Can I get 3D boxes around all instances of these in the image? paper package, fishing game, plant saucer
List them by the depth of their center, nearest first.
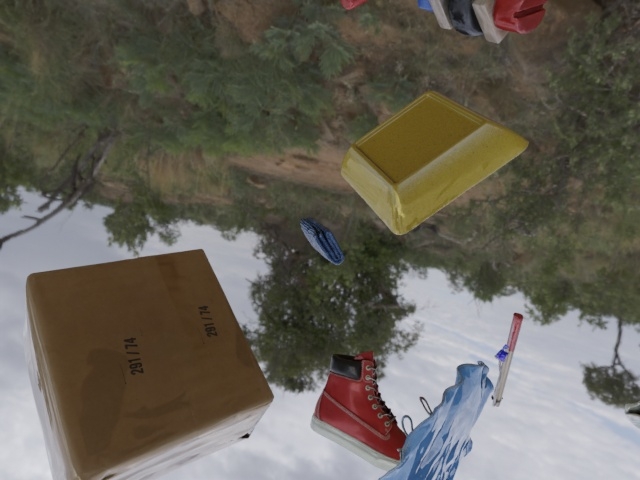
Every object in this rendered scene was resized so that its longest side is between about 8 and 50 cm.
[{"bbox_3d":[0.086,0.178,0.374,0.041,0.189,0.264,26,-131,37],"label":"fishing game"},{"bbox_3d":[-0.279,0.201,0.731,0.309,0.168,0.325,-9,-127,-41],"label":"paper package"},{"bbox_3d":[0.220,-0.209,1.022,0.081,0.332,0.333,53,-177,-39],"label":"plant saucer"}]

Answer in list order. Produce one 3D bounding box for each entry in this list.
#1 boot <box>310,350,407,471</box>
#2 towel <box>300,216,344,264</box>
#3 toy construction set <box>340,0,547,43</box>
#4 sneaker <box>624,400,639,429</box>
[{"bbox_3d":[0.112,0.307,0.834,0.244,0.176,0.088,18,178,24],"label":"boot"},{"bbox_3d":[0.000,0.000,0.767,0.067,0.029,0.119,59,172,-21],"label":"towel"},{"bbox_3d":[0.164,-0.319,0.374,0.258,0.237,0.308,60,162,-17],"label":"toy construction set"},{"bbox_3d":[0.526,0.247,0.665,0.061,0.152,0.054,33,-139,-7],"label":"sneaker"}]
